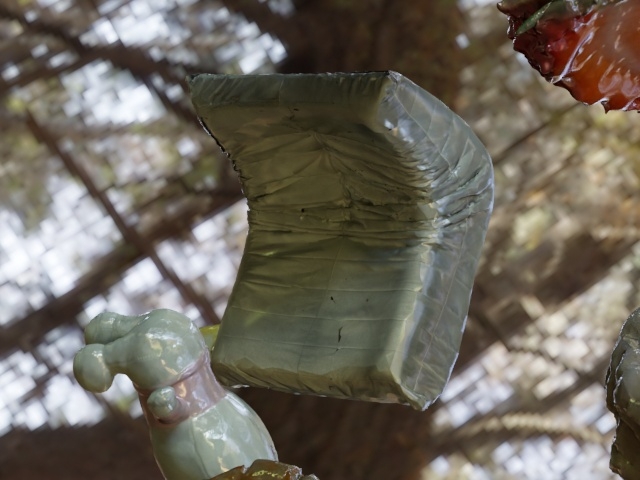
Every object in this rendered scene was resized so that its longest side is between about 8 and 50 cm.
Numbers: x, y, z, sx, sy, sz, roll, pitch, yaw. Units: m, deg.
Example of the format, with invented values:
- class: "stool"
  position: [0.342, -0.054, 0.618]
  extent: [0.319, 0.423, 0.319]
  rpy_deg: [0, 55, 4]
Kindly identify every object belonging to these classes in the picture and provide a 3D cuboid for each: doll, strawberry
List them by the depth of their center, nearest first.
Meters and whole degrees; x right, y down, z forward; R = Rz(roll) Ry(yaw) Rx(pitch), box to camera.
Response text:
- class: "strawberry"
  position: [0.204, -0.164, 1.197]
  extent: [0.228, 0.174, 0.098]
  rpy_deg: [20, 38, -55]
- class: "doll"
  position: [-0.116, 0.172, 1.849]
  extent: [0.275, 0.113, 0.155]
  rpy_deg: [51, 15, -6]

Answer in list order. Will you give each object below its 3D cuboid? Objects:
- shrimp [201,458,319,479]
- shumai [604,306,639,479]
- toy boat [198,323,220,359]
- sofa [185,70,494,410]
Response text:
- class: "shrimp"
  position: [-0.112, 0.281, 1.634]
  extent: [0.294, 0.062, 0.154]
  rpy_deg: [-24, -119, 27]
- class: "shumai"
  position: [0.330, 0.180, 1.359]
  extent: [0.314, 0.267, 0.262]
  rpy_deg: [-122, -156, -55]
- class: "toy boat"
  position: [-0.087, 0.119, 2.066]
  extent: [0.066, 0.172, 0.065]
  rpy_deg: [139, -48, -60]
- class: "sofa"
  position: [0.000, 0.000, 1.464]
  extent: [0.210, 0.225, 0.176]
  rpy_deg: [5, -17, 38]
